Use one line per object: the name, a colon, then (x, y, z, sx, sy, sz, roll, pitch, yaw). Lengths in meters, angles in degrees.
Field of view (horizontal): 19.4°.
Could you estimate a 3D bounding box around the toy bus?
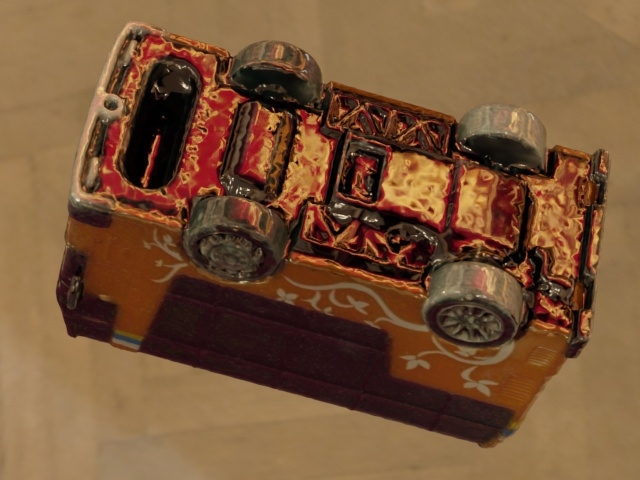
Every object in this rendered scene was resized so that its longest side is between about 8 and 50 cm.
toy bus: (0.000, 0.000, 1.017, 0.275, 0.167, 0.139, 16, 56, -6)
